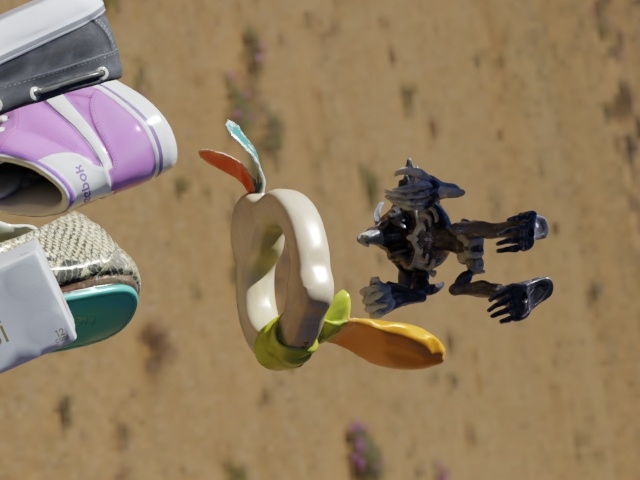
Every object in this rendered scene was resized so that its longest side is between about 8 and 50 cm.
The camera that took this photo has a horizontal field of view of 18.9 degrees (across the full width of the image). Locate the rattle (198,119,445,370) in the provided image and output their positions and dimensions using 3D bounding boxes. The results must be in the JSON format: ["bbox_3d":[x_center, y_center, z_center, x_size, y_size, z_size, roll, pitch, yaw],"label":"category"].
[{"bbox_3d":[0.000,0.000,1.425,0.199,0.143,0.130,-112,-163,-46],"label":"rattle"}]

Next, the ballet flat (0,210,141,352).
[{"bbox_3d":[-0.411,0.068,1.976,0.182,0.483,0.164,49,-45,25],"label":"ballet flat"}]

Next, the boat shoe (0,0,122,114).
[{"bbox_3d":[-0.218,-0.073,1.126,0.080,0.228,0.076,6,-56,65],"label":"boat shoe"}]

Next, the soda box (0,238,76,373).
[{"bbox_3d":[-0.288,0.077,1.381,0.069,0.216,0.074,-139,-154,-78],"label":"soda box"}]

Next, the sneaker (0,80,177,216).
[{"bbox_3d":[-0.277,-0.106,1.720,0.161,0.282,0.102,-30,129,-31],"label":"sneaker"}]

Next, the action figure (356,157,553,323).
[{"bbox_3d":[0.112,0.002,2.006,0.141,0.276,0.164,0,97,-37],"label":"action figure"}]
